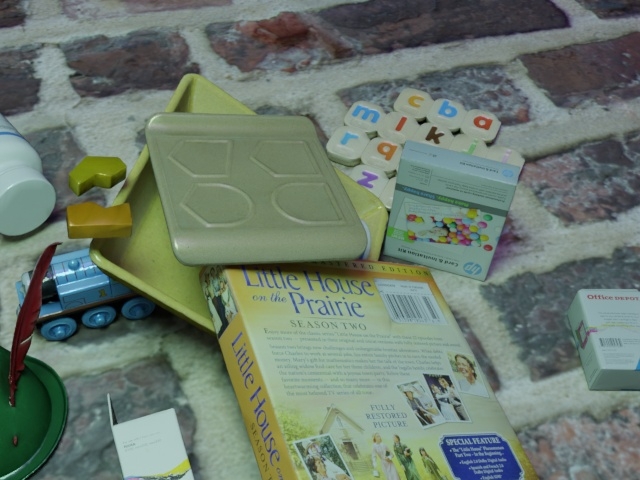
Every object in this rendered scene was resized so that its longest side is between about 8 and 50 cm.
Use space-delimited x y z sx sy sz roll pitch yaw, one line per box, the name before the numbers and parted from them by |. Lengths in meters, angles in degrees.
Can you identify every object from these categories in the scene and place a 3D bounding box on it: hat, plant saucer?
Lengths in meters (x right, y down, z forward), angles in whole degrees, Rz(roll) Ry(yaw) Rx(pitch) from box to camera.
hat | -0.364 0.134 0.881 0.173 0.183 0.208 3 48 -3
plant saucer | -0.091 0.000 1.029 0.333 0.081 0.333 34 45 -18

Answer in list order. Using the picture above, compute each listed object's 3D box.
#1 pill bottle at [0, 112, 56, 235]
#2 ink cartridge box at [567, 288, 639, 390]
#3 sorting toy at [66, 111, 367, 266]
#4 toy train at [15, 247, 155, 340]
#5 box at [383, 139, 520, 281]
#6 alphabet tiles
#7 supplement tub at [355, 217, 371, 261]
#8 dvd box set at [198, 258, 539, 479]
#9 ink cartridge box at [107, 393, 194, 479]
pill bottle | -0.454 -0.106 1.130 0.124 0.124 0.221 -31 58 -28
ink cartridge box | 0.371 0.123 1.052 0.088 0.052 0.122 2 49 -4
sorting toy | -0.122 -0.057 0.920 0.307 0.041 0.229 -2 45 -21
toy train | -0.277 0.053 1.016 0.184 0.105 0.080 -14 51 -18
box | 0.163 -0.035 1.083 0.145 0.186 0.038 15 51 8
alphabet tiles | 0.160 -0.128 1.279 0.284 0.021 0.278 20 50 12
supplement tub | 0.000 0.000 0.994 0.107 0.071 0.071 7 42 -35
dvd box set | 0.068 0.191 0.856 0.308 0.062 0.420 7 45 -36
ink cartridge box | -0.159 0.252 0.841 0.067 0.115 0.198 -14 51 -16
